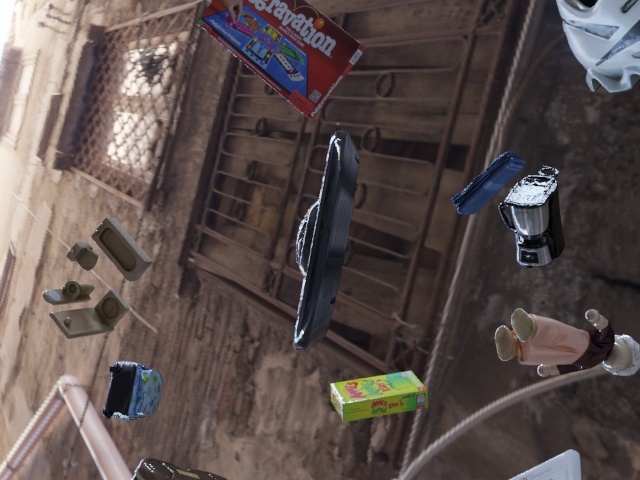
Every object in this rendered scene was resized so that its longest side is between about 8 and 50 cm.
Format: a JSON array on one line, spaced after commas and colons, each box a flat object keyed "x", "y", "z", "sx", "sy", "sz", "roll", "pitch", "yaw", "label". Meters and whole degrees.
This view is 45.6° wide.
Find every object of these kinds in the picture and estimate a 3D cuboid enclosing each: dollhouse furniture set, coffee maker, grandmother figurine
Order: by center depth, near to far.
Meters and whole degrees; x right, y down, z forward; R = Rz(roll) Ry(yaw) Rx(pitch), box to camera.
[{"x": -0.395, "y": 0.061, "z": 1.316, "sx": 0.144, "sy": 0.123, "sz": 0.151, "roll": 47, "pitch": -75, "yaw": 15, "label": "dollhouse furniture set"}, {"x": 0.534, "y": 0.228, "z": 1.597, "sx": 0.342, "sy": 0.208, "sz": 0.104, "roll": 11, "pitch": -128, "yaw": -22, "label": "grandmother figurine"}, {"x": 0.510, "y": -0.050, "z": 1.758, "sx": 0.171, "sy": 0.120, "sz": 0.178, "roll": -31, "pitch": -56, "yaw": -21, "label": "coffee maker"}]

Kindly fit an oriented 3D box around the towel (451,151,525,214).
[{"x": 0.260, "y": -0.089, "z": 1.179, "sx": 0.119, "sy": 0.029, "sz": 0.067, "roll": -47, "pitch": -26, "yaw": 25, "label": "towel"}]

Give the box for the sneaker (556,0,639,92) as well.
[{"x": 0.342, "y": -0.229, "z": 0.686, "sx": 0.122, "sy": 0.330, "sz": 0.146, "roll": -48, "pitch": -68, "yaw": -22, "label": "sneaker"}]

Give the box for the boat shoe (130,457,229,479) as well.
[{"x": -0.227, "y": 0.457, "z": 1.328, "sx": 0.257, "sy": 0.095, "sz": 0.095, "roll": 31, "pitch": -92, "yaw": -33, "label": "boat shoe"}]

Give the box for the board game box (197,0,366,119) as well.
[{"x": -0.070, "y": -0.340, "z": 1.262, "sx": 0.145, "sy": 0.281, "sz": 0.027, "roll": -51, "pitch": -21, "yaw": 10, "label": "board game box"}]

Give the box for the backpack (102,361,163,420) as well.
[{"x": -0.338, "y": 0.279, "z": 1.401, "sx": 0.084, "sy": 0.114, "sz": 0.105, "roll": 6, "pitch": -103, "yaw": 4, "label": "backpack"}]

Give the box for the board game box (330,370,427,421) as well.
[{"x": 0.120, "y": 0.320, "z": 1.571, "sx": 0.181, "sy": 0.092, "sz": 0.043, "roll": -6, "pitch": -72, "yaw": -13, "label": "board game box"}]

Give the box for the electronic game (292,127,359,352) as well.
[{"x": 0.000, "y": 0.000, "z": 0.773, "sx": 0.048, "sy": 0.229, "sz": 0.230, "roll": 11, "pitch": -85, "yaw": -2, "label": "electronic game"}]

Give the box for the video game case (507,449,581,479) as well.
[{"x": 0.260, "y": 0.348, "z": 0.920, "sx": 0.019, "sy": 0.143, "sz": 0.157, "roll": 29, "pitch": -135, "yaw": -14, "label": "video game case"}]
